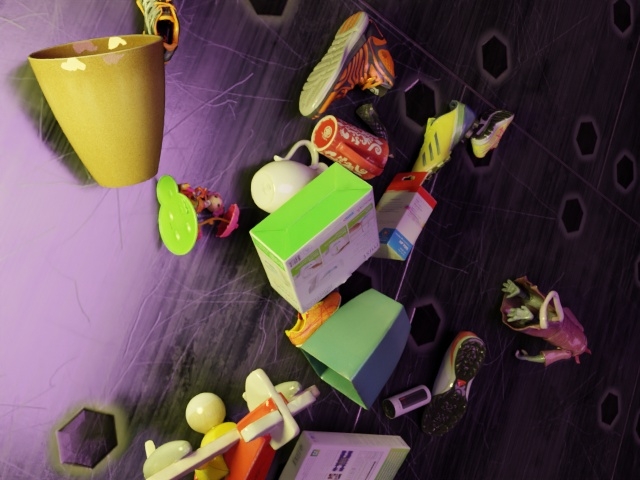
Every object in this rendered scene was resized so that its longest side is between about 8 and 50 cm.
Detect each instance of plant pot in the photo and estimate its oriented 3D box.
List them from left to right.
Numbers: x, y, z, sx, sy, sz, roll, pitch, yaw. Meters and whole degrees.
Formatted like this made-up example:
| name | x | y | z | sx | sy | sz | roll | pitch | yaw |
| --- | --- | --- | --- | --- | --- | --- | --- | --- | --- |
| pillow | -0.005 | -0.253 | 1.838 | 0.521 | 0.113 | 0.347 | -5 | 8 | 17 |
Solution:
| name | x | y | z | sx | sy | sz | roll | pitch | yaw |
| --- | --- | --- | --- | --- | --- | --- | --- | --- | --- |
| plant pot | -0.390 | -0.237 | 1.217 | 0.237 | 0.237 | 0.255 | -23 | 119 | -32 |
| plant pot | 0.106 | 0.248 | 1.575 | 0.234 | 0.165 | 0.166 | -48 | 141 | -18 |

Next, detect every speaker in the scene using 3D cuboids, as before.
| name | x | y | z | sx | sy | sz | roll | pitch | yaw |
| --- | --- | --- | --- | --- | --- | --- | --- | --- | --- |
| speaker | 0.239 | 0.445 | 1.790 | 0.136 | 0.055 | 0.055 | -11 | 99 | -34 |

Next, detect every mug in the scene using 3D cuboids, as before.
| name | x | y | z | sx | sy | sz | roll | pitch | yaw |
| --- | --- | --- | --- | --- | --- | --- | --- | --- | --- |
| mug | 0.080 | -0.229 | 1.570 | 0.169 | 0.150 | 0.113 | 22 | 85 | -38 |

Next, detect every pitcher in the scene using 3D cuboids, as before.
| name | x | y | z | sx | sy | sz | roll | pitch | yaw |
| --- | --- | --- | --- | --- | --- | --- | --- | --- | --- |
| pitcher | -0.064 | -0.149 | 1.511 | 0.207 | 0.125 | 0.178 | -10 | 78 | -45 |

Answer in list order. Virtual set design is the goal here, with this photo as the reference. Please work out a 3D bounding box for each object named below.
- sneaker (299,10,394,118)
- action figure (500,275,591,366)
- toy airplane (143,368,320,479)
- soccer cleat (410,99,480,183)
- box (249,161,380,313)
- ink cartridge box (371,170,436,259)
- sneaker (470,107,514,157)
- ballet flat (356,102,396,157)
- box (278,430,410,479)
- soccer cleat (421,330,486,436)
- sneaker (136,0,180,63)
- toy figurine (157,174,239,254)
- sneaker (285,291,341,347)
| name | x | y | z | sx | sy | sz | roll | pitch | yaw |
| --- | --- | --- | --- | --- | --- | --- | --- | --- | --- |
| sneaker | 0.085 | -0.392 | 1.586 | 0.180 | 0.124 | 0.321 | 41 | 70 | -29 |
| action figure | 0.735 | 0.257 | 2.013 | 0.370 | 0.275 | 0.248 | 36 | 66 | -17 |
| toy airplane | -0.182 | 0.408 | 1.359 | 0.384 | 0.272 | 0.386 | -47 | 151 | -10 |
| soccer cleat | 0.324 | -0.274 | 1.802 | 0.121 | 0.093 | 0.289 | 41 | 72 | 2 |
| box | 0.000 | 0.000 | 1.468 | 0.262 | 0.126 | 0.231 | -41 | 148 | -17 |
| ink cartridge box | 0.208 | -0.067 | 1.686 | 0.078 | 0.134 | 0.231 | 42 | 70 | -29 |
| sneaker | 0.507 | -0.321 | 1.927 | 0.208 | 0.081 | 0.094 | -40 | 137 | -30 |
| ballet flat | 0.153 | -0.288 | 1.699 | 0.173 | 0.049 | 0.058 | 56 | 36 | -30 |
| box | 0.048 | 0.588 | 1.615 | 0.321 | 0.058 | 0.233 | 16 | 107 | -34 |
| soccer cleat | 0.376 | 0.410 | 1.861 | 0.108 | 0.116 | 0.319 | 21 | 97 | -6 |
| sneaker | -0.324 | -0.472 | 1.318 | 0.084 | 0.083 | 0.215 | -13 | 99 | -32 |
| toy figurine | -0.252 | -0.062 | 1.397 | 0.159 | 0.130 | 0.173 | -9 | 74 | -48 |
| sneaker | -0.013 | 0.184 | 1.592 | 0.175 | 0.064 | 0.067 | -46 | 107 | -27 |
